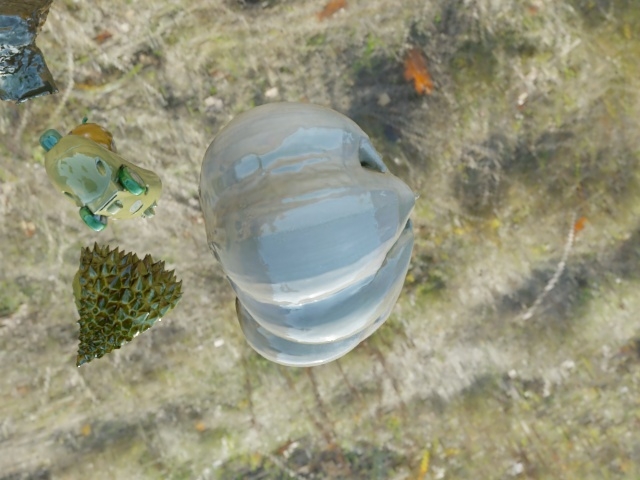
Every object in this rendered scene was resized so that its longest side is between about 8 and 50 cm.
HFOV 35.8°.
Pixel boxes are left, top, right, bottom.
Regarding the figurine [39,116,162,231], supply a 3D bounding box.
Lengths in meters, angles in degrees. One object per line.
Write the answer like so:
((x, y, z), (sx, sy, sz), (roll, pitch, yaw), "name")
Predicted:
((-0.413, -0.131, 1.882), (0.124, 0.222, 0.324), (-44, 168, 10), "figurine")

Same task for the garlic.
((0.000, 0.002, 0.921), (0.203, 0.185, 0.281), (-15, 114, 1), "garlic")

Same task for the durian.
((-0.314, 0.093, 1.554), (0.172, 0.306, 0.167), (16, 95, -21), "durian")

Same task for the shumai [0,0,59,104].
((-0.463, -0.281, 1.442), (0.166, 0.206, 0.176), (-6, 113, -6), "shumai")
